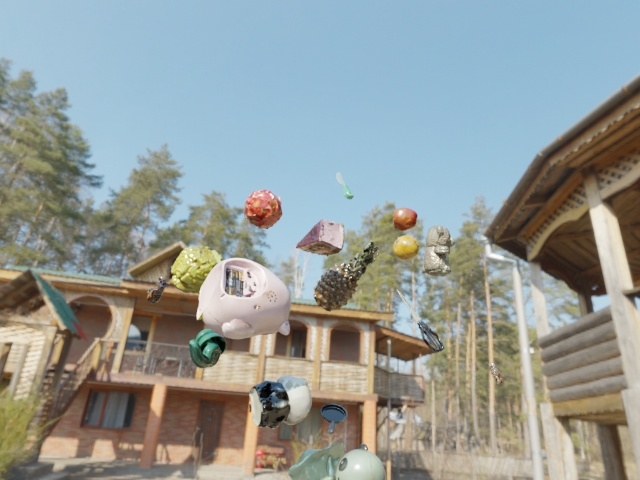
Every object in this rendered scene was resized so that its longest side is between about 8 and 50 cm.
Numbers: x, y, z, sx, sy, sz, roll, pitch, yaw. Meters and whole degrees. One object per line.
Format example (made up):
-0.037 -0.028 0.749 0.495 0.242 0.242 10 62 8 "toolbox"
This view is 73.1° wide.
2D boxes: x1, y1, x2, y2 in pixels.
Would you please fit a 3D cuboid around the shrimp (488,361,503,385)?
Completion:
0.620 0.476 1.523 0.029 0.092 0.038 -31 0 36 "shrimp"

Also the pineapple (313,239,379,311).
0.112 0.143 1.808 0.175 0.175 0.361 22 -63 -35 "pineapple"

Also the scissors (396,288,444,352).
0.392 0.316 1.736 0.109 0.300 0.022 4 -43 -50 "scissors"

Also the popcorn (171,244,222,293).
-0.669 0.152 2.366 0.282 0.282 0.247 18 -53 -29 "popcorn"

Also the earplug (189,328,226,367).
-0.623 0.573 2.318 0.257 0.164 0.280 18 11 -35 "earplug"

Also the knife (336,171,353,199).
0.126 -0.321 2.467 0.063 0.260 0.035 15 -56 -33 "knife"

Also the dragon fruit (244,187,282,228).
-0.299 -0.158 2.301 0.205 0.210 0.268 -12 -32 0 "dragon fruit"

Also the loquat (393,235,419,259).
0.466 0.038 2.349 0.141 0.141 0.141 3 -23 1 "loquat"

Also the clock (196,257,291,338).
-0.299 0.244 1.826 0.376 0.368 0.251 17 -52 -24 "clock"

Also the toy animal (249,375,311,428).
-0.176 0.713 1.915 0.266 0.213 0.212 2 -19 -32 "toy animal"

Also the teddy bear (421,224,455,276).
0.612 0.056 2.244 0.151 0.267 0.236 11 -10 6 "teddy bear"

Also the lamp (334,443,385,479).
0.143 0.852 1.503 0.197 0.198 0.244 7 15 -7 "lamp"

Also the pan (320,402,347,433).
0.059 0.867 2.090 0.136 0.028 0.235 10 12 6 "pan"

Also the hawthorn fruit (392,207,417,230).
0.465 -0.117 2.374 0.137 0.133 0.133 -2 -24 9 "hawthorn fruit"

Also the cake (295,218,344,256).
0.000 0.000 1.643 0.115 0.113 0.295 21 -20 -17 "cake"

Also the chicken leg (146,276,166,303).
-0.757 0.236 1.977 0.051 0.106 0.253 26 -27 -25 "chicken leg"

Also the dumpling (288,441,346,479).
-0.012 1.122 2.134 0.211 0.270 0.320 2 -7 21 "dumpling"
